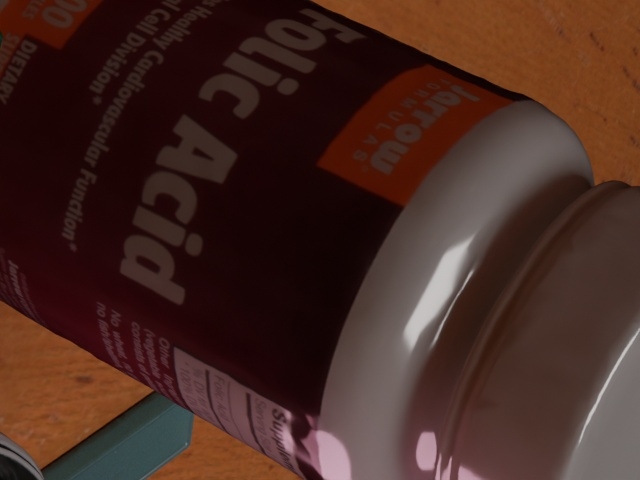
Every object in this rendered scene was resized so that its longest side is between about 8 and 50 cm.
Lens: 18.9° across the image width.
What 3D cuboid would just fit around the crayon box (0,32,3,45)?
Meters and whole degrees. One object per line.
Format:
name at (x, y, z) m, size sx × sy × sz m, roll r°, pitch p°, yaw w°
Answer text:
crayon box at (-0.270, -0.028, 0.682) m, size 0.278 × 0.081 × 0.165 m, roll -40°, pitch 162°, yaw 10°

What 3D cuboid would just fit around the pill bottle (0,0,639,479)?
pill bottle at (0.000, 0.000, 0.992) m, size 0.224 × 0.392 × 0.224 m, roll -44°, pitch 149°, yaw -35°

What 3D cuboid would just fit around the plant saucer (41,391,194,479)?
plant saucer at (-0.148, 0.158, 1.315) m, size 0.192 × 0.018 × 0.067 m, roll -33°, pitch 142°, yaw -46°

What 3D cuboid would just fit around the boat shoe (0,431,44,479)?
boat shoe at (-0.232, 0.164, 1.035) m, size 0.121 × 0.119 × 0.335 m, roll -65°, pitch 155°, yaw 4°
